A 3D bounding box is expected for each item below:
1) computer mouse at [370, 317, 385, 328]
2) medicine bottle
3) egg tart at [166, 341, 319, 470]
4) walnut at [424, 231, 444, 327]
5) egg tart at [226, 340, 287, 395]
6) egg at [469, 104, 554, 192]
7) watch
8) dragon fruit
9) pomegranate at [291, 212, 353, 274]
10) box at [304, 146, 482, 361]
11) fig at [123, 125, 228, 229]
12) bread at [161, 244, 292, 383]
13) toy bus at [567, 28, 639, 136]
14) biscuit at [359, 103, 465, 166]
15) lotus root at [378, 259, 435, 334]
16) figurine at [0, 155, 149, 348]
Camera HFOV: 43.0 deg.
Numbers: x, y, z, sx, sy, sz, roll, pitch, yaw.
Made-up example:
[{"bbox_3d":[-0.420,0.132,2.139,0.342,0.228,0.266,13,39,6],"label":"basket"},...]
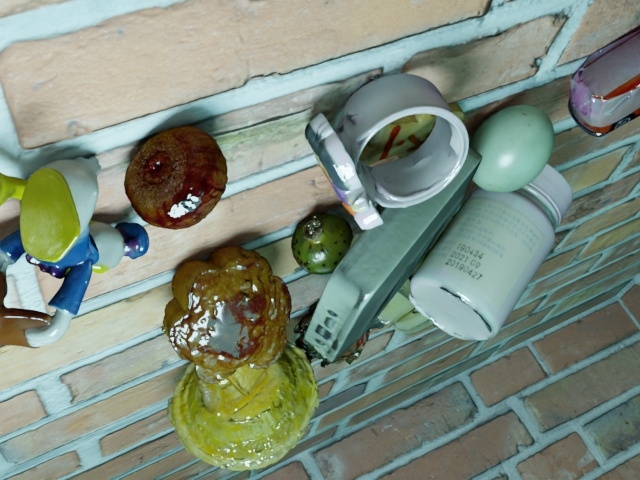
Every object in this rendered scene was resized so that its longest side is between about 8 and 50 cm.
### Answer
[{"bbox_3d":[0.183,0.194,2.213,0.126,0.071,0.231,-6,148,-44],"label":"computer mouse"},{"bbox_3d":[0.370,0.013,1.737,0.379,0.213,0.213,-52,163,-19],"label":"medicine bottle"},{"bbox_3d":[-0.168,0.335,1.786,0.341,0.341,0.132,-25,146,-14],"label":"egg tart"},{"bbox_3d":[0.312,0.101,1.974,0.248,0.248,0.248,-26,157,-12],"label":"walnut"},{"bbox_3d":[-0.168,0.197,1.664,0.147,0.202,0.202,-42,158,-6],"label":"egg tart"},{"bbox_3d":[0.369,-0.178,1.583,0.149,0.149,0.192,-4,147,-47],"label":"egg"},{"bbox_3d":[0.111,-0.148,1.280,0.231,0.196,0.244,-27,138,7],"label":"watch"},{"bbox_3d":[0.035,0.218,1.961,0.182,0.182,0.189,-42,-165,26],"label":"dragon fruit"},{"bbox_3d":[0.000,0.002,1.551,0.130,0.130,0.130,-26,157,-12],"label":"pomegranate"},{"bbox_3d":[0.130,0.026,1.549,0.396,0.111,0.396,-50,170,-23],"label":"box"},{"bbox_3d":[-0.183,-0.077,1.159,0.146,0.134,0.201,-25,167,11],"label":"fig"},{"bbox_3d":[-0.176,0.130,1.474,0.232,0.135,0.247,-15,118,-30],"label":"bread"},{"bbox_3d":[0.640,-0.340,1.621,0.302,0.128,0.147,-31,152,4],"label":"toy bus"},{"bbox_3d":[0.166,-0.194,1.459,0.234,0.030,0.153,-16,155,-30],"label":"biscuit"},{"bbox_3d":[0.165,0.097,1.832,0.138,0.235,0.119,-49,-173,-34],"label":"lotus root"},{"bbox_3d":[-0.339,0.027,1.102,0.284,0.204,0.338,-64,162,10],"label":"figurine"}]
